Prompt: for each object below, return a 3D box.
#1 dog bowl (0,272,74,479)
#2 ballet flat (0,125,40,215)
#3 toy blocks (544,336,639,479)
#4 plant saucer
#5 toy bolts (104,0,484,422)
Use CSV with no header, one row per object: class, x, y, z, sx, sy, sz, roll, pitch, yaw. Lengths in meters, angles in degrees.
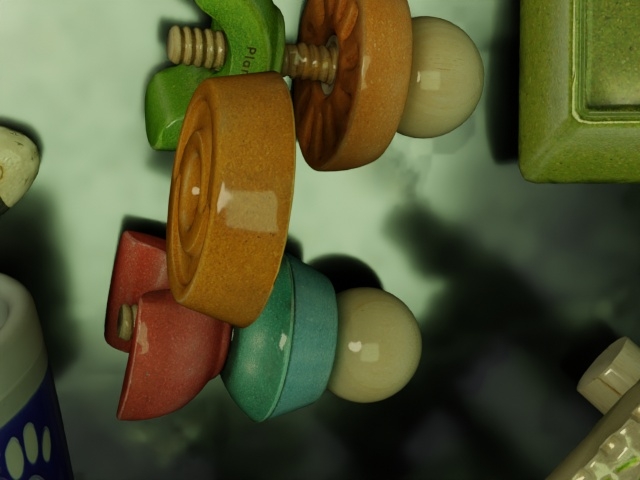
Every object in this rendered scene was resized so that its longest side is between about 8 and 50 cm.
dog bowl,-0.237,0.101,0.498,0.264,0.265,0.104,-13,106,-7
ballet flat,-0.218,-0.012,0.587,0.173,0.049,0.058,-19,105,-6
toy blocks,0.169,0.239,0.558,0.260,0.309,0.288,43,93,2
plant saucer,0.189,-0.121,0.589,0.188,0.045,0.188,1,95,15
toy bolts,0.000,0.000,0.565,0.158,0.218,0.229,7,119,-18
